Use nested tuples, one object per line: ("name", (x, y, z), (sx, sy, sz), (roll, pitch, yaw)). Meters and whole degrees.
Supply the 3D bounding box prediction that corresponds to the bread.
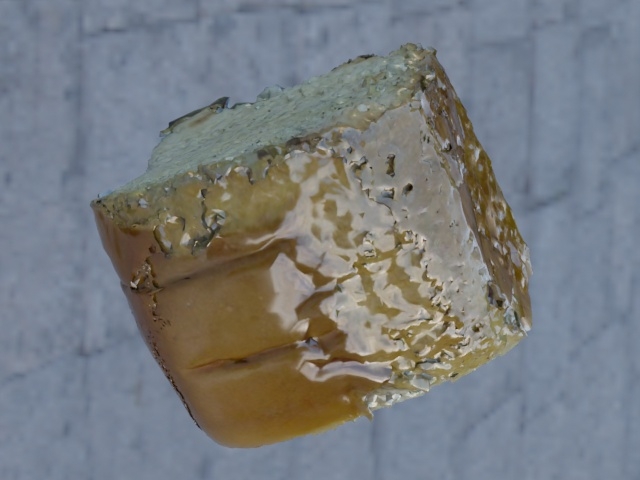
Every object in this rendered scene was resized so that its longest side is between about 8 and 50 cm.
("bread", (0.000, 0.002, 0.441), (0.076, 0.083, 0.070), (-66, 134, -69))
